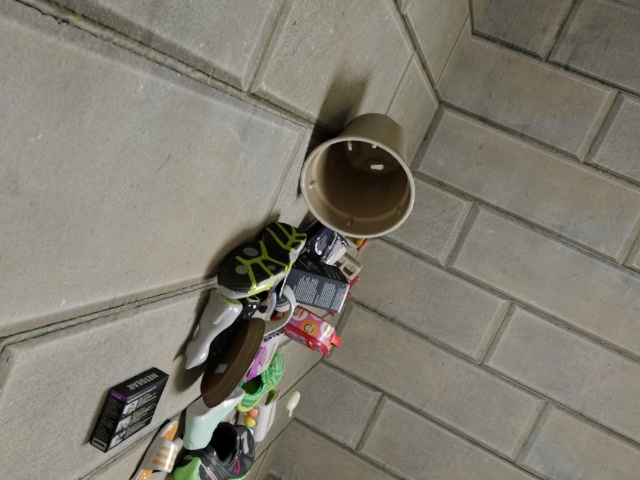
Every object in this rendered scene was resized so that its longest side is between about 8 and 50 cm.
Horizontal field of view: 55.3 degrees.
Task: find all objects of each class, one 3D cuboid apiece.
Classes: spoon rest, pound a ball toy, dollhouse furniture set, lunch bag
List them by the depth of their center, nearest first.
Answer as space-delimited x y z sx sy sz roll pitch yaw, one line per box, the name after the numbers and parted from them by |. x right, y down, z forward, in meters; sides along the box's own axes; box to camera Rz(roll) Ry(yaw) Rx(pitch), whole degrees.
-0.172 0.253 1.832 0.276 0.084 0.137 -44 -175 19 | spoon rest
0.113 0.079 2.277 0.374 0.152 0.201 -52 178 23 | dollhouse furniture set
-0.039 0.336 2.303 0.120 0.258 0.293 -61 167 -13 | lunch bag
-0.216 0.676 2.384 0.136 0.208 0.319 -53 164 -43 | pound a ball toy

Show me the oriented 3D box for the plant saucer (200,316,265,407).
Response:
-0.247 0.323 1.672 0.278 0.041 0.278 -47 -161 22 | plant saucer

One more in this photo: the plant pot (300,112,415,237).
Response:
0.138 -0.228 1.865 0.305 0.334 0.334 -67 175 -53 | plant pot

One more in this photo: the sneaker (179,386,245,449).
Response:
-0.335 0.542 1.880 0.256 0.094 0.151 -18 128 -60 | sneaker

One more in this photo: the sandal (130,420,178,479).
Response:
-0.440 0.615 1.641 0.265 0.076 0.102 -60 167 -16 | sandal

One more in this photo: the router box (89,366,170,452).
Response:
-0.410 0.363 1.329 0.133 0.046 0.179 -66 168 9 | router box

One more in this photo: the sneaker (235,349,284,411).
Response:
-0.217 0.506 2.266 0.295 0.109 0.123 -50 165 -47 | sneaker

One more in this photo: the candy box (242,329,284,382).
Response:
-0.217 0.386 2.112 0.159 0.071 0.233 -66 168 5 | candy box

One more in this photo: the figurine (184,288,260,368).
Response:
-0.265 0.232 1.587 0.209 0.092 0.215 -61 167 6 | figurine

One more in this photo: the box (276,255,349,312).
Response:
-0.033 0.131 1.933 0.153 0.207 0.108 -122 -130 -68 | box

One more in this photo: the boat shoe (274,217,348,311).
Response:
-0.068 0.071 2.051 0.340 0.127 0.158 -48 133 -13 | boat shoe

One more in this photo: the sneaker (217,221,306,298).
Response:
-0.147 0.080 1.614 0.385 0.145 0.147 -38 151 -61 | sneaker

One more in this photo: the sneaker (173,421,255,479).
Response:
-0.321 0.722 2.107 0.202 0.185 0.483 -61 169 3 | sneaker

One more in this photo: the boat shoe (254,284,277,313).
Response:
-0.176 0.161 1.866 0.066 0.066 0.183 -34 148 -43 | boat shoe
